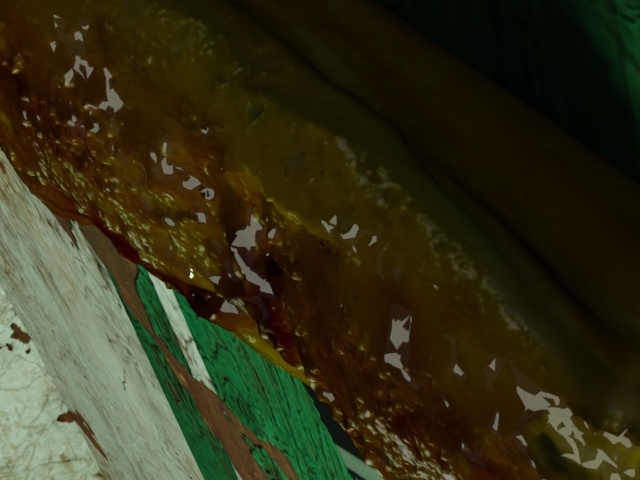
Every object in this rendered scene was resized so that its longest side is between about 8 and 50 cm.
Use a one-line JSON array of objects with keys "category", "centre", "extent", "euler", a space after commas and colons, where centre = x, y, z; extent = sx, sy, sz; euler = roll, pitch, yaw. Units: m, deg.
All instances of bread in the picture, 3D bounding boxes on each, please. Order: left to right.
[{"category": "bread", "centre": [0.000, 0.000, 0.594], "extent": [0.380, 0.109, 0.185], "euler": [39, 151, 34]}]

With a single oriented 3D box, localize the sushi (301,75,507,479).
[{"category": "sushi", "centre": [0.089, 0.069, 0.736], "extent": [0.320, 0.068, 0.339], "euler": [2, 123, 63]}]
